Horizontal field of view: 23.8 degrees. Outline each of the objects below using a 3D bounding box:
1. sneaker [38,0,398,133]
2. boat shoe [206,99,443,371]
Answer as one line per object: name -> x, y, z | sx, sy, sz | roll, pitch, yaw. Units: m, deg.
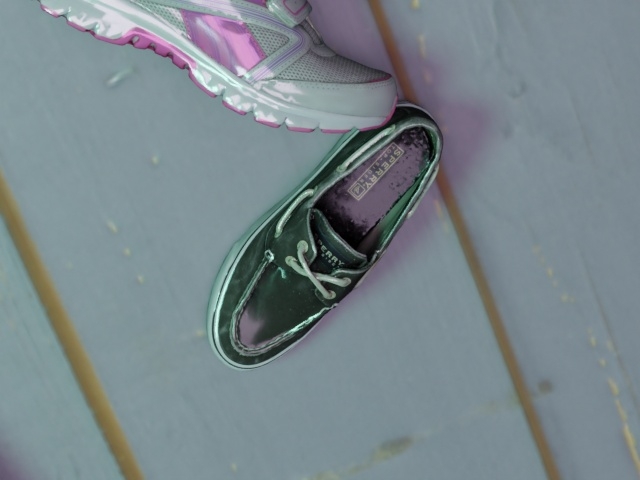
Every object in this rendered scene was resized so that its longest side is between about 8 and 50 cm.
sneaker -> -0.056, -0.150, 0.941 | 0.252, 0.103, 0.111 | 26, 102, -13
boat shoe -> 0.000, 0.000, 1.003 | 0.078, 0.070, 0.219 | 35, 98, -14
